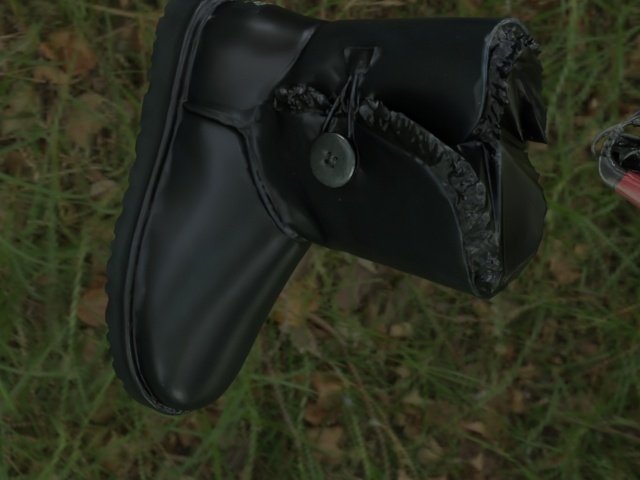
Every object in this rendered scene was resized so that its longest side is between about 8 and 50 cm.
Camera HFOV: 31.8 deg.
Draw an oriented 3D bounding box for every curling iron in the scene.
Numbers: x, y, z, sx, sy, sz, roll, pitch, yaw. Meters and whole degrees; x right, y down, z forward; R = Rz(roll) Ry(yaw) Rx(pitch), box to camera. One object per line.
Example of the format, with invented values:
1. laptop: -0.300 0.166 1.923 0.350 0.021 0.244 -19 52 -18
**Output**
1. curling iron: 0.280 0.008 0.666 0.068 0.274 0.035 -50 163 -2

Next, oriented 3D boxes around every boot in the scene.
1. boot: 0.000 0.000 0.568 0.094 0.207 0.246 -7 110 -55
